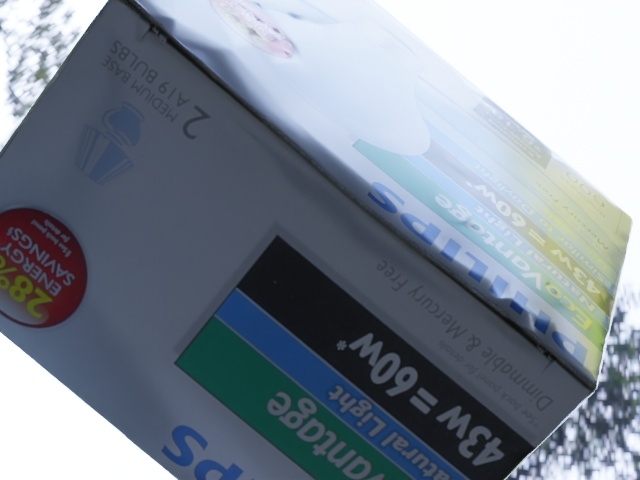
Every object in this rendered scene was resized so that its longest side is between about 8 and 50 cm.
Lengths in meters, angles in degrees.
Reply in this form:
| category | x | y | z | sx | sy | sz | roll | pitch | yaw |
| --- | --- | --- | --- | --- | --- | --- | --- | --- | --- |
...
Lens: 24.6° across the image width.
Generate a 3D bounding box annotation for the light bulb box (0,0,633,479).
| category | x | y | z | sx | sy | sz | roll | pitch | yaw |
| --- | --- | --- | --- | --- | --- | --- | --- | --- | --- |
| light bulb box | 0.000 | 0.000 | 0.999 | 0.358 | 0.361 | 0.225 | 40 | -68 | 1 |
